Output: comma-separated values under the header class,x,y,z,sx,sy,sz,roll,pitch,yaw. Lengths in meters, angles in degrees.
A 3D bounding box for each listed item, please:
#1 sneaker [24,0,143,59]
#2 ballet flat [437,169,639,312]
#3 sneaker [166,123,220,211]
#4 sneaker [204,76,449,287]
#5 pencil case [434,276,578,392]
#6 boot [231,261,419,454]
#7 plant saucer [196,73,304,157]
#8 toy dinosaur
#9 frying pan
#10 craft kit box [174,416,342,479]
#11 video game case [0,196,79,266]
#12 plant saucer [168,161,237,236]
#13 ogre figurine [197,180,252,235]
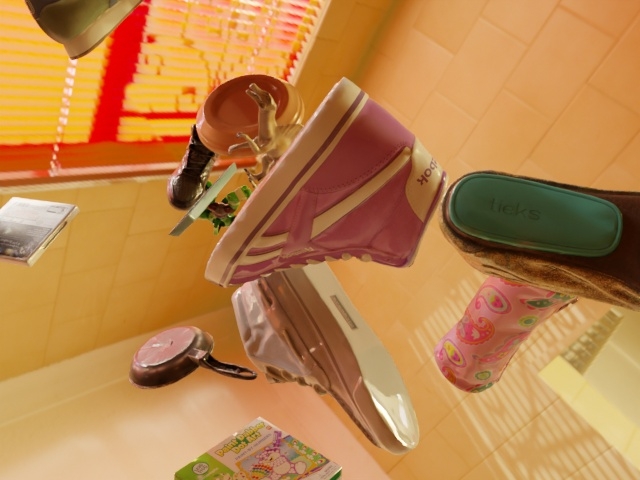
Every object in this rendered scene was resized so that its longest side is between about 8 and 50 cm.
class,x,y,z,sx,sy,sz,roll,pitch,yaw
sneaker,-0.214,-0.279,0.506,0.064,0.192,0.086,27,165,48
ballet flat,0.284,0.014,0.470,0.348,0.123,0.123,15,-152,22
sneaker,-0.272,-0.177,1.109,0.087,0.130,0.228,23,-122,-5
sneaker,0.000,0.001,0.484,0.161,0.282,0.102,36,-133,-12
pencil case,0.291,0.125,0.802,0.124,0.284,0.124,14,-140,-12
boot,-0.004,0.135,0.570,0.095,0.123,0.258,9,-135,-59
plant saucer,-0.130,-0.234,0.908,0.199,0.037,0.200,-5,-124,7
toy dinosaur,-0.049,-0.100,0.614,0.053,0.092,0.183,58,-176,39
frying pan,-0.298,0.265,1.080,0.197,0.053,0.326,-31,-153,-28
craft kit box,-0.125,0.493,1.044,0.246,0.061,0.250,14,-160,35
video game case,-0.659,-0.023,1.113,0.190,0.022,0.173,8,-132,17
plant saucer,-0.203,-0.074,0.901,0.018,0.067,0.192,43,-143,-15
ogre figurine,-0.238,-0.079,1.207,0.197,0.118,0.097,2,-127,-16
